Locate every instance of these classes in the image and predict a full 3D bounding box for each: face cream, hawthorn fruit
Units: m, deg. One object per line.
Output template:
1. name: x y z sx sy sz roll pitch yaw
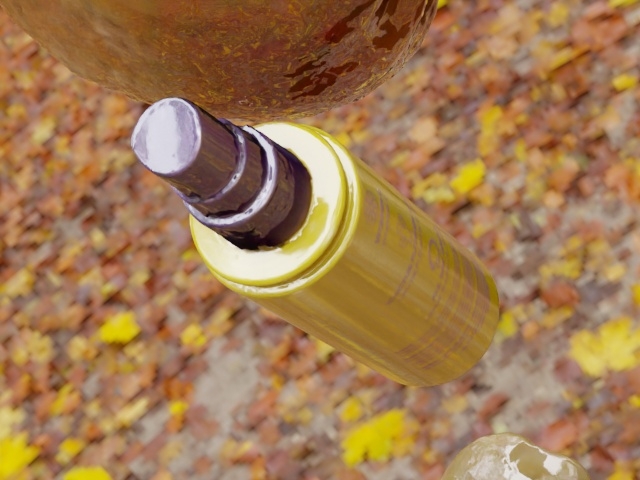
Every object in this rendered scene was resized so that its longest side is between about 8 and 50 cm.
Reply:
1. face cream: 0.000 0.000 0.713 0.078 0.273 0.078 -8 70 23
2. hawthorn fruit: -0.094 -0.279 1.152 0.403 0.403 0.402 -24 34 18

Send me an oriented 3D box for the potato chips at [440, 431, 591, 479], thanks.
1. potato chips: 0.167 0.273 1.419 0.208 0.195 0.062 -33 2 36
